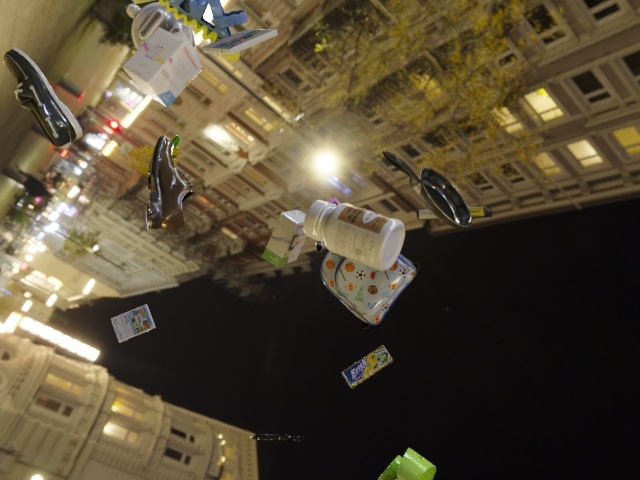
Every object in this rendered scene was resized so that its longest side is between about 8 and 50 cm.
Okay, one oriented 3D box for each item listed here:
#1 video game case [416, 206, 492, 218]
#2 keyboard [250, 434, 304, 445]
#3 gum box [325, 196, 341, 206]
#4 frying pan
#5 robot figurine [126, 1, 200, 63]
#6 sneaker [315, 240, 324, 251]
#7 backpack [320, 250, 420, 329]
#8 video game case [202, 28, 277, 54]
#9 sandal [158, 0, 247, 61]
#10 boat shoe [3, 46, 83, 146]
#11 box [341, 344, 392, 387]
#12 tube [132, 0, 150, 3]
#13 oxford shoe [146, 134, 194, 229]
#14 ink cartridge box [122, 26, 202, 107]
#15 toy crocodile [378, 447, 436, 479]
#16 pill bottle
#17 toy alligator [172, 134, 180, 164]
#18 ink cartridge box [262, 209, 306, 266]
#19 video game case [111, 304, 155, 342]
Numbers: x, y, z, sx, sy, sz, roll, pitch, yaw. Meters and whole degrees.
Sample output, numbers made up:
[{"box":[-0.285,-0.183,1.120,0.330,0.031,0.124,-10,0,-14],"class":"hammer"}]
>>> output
[{"box":[0.526,-0.104,1.961,0.249,0.275,0.035,-2,-89,23],"class":"video game case"},{"box":[-0.154,0.735,1.846,0.100,0.192,0.038,-44,-139,51],"class":"keyboard"},{"box":[0.044,-0.072,1.949,0.062,0.107,0.188,-30,160,-30],"class":"gum box"},{"box":[0.285,-0.116,1.308,0.053,0.326,0.197,-42,-122,34],"class":"frying pan"},{"box":[-0.544,-0.712,1.765,0.200,0.300,0.353,-46,-161,4],"class":"robot figurine"},{"box":[0.000,0.000,1.615,0.037,0.032,0.083,-73,164,-58],"class":"sneaker"},{"box":[0.133,0.102,1.558,0.276,0.263,0.213,-51,170,-3],"class":"backpack"},{"box":[-0.218,-0.537,1.359,0.157,0.019,0.143,-36,-141,-29],"class":"video game case"},{"box":[-0.335,-0.663,1.434,0.138,0.317,0.126,-47,-148,21],"class":"sandal"},{"box":[-0.816,-0.409,1.447,0.091,0.302,0.114,-41,-174,-31],"class":"boat shoe"},{"box":[0.157,0.422,1.681,0.169,0.054,0.059,-33,-114,-2],"class":"box"},{"box":[-0.309,-0.583,1.134,0.240,0.070,0.062,-23,173,-22],"class":"tube"},{"box":[-0.327,-0.125,1.100,0.083,0.096,0.227,139,-51,-58],"class":"oxford shoe"},{"box":[-0.344,-0.392,1.123,0.090,0.092,0.143,33,-102,21],"class":"ink cartridge box"},{"box":[0.131,0.543,1.006,0.115,0.105,0.340,42,-60,24],"class":"toy crocodile"},{"box":[0.080,-0.021,1.248,0.229,0.131,0.131,21,-107,27],"class":"pill bottle"},{"box":[-0.532,-0.275,1.741,0.056,0.051,0.189,37,-65,38],"class":"toy alligator"},{"box":[-0.133,-0.011,2.087,0.154,0.093,0.212,-17,134,-62],"class":"ink cartridge box"},{"box":[-0.624,0.276,1.679,0.122,0.087,0.011,-22,162,-14],"class":"video game case"}]
